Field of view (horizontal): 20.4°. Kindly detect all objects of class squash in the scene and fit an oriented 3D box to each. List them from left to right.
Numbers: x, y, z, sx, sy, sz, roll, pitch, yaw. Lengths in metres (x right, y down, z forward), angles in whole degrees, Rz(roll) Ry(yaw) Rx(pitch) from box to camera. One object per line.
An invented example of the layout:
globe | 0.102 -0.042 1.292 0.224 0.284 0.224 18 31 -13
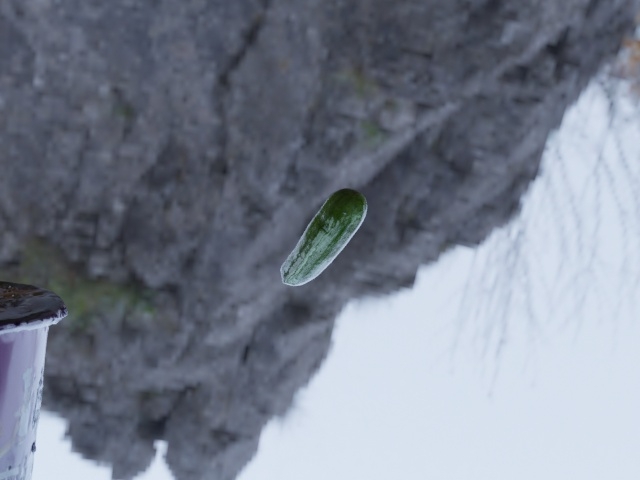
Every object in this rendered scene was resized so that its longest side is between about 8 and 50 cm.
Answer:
squash | 0.001 0.001 1.029 0.027 0.089 0.027 17 -133 -18

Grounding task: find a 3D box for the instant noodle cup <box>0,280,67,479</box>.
instant noodle cup | -0.236 0.118 0.775 0.251 0.190 0.251 1 -176 0
